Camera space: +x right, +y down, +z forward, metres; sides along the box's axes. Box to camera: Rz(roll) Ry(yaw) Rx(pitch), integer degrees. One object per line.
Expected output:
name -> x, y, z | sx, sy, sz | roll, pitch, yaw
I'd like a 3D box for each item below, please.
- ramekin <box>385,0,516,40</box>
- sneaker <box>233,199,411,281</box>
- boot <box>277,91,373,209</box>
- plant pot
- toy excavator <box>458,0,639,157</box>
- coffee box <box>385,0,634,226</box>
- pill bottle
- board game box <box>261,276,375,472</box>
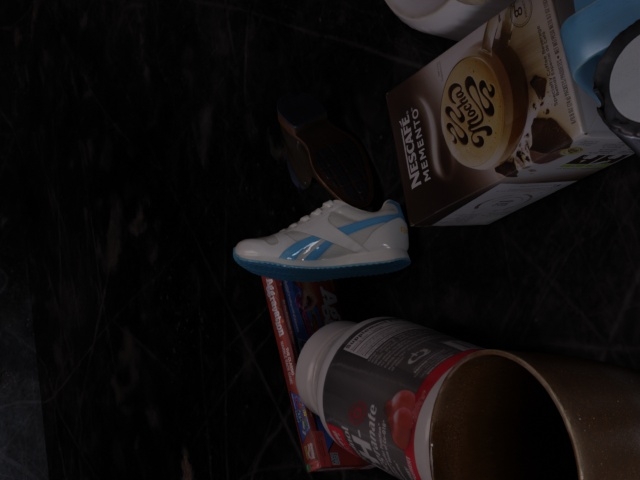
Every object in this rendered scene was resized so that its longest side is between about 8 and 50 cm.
ramekin -> 0.162, -0.346, 1.384 | 0.273, 0.127, 0.273 | 8, 99, 59
sneaker -> 0.000, 0.000, 1.617 | 0.087, 0.228, 0.092 | 79, -173, -76
boot -> 0.009, -0.101, 1.734 | 0.219, 0.082, 0.106 | 58, 161, 32
plant pot -> 0.258, 0.200, 1.169 | 0.215, 0.230, 0.216 | 7, 99, 59
toy excavator -> 0.287, -0.224, 1.045 | 0.432, 0.222, 0.445 | -28, 53, 31
coffee box -> 0.207, -0.135, 1.334 | 0.297, 0.118, 0.168 | -31, 66, 55
pill bottle -> 0.105, 0.189, 1.474 | 0.318, 0.176, 0.176 | 16, 106, 58
board game box -> 0.002, 0.169, 1.676 | 0.027, 0.145, 0.281 | -26, 69, 31
